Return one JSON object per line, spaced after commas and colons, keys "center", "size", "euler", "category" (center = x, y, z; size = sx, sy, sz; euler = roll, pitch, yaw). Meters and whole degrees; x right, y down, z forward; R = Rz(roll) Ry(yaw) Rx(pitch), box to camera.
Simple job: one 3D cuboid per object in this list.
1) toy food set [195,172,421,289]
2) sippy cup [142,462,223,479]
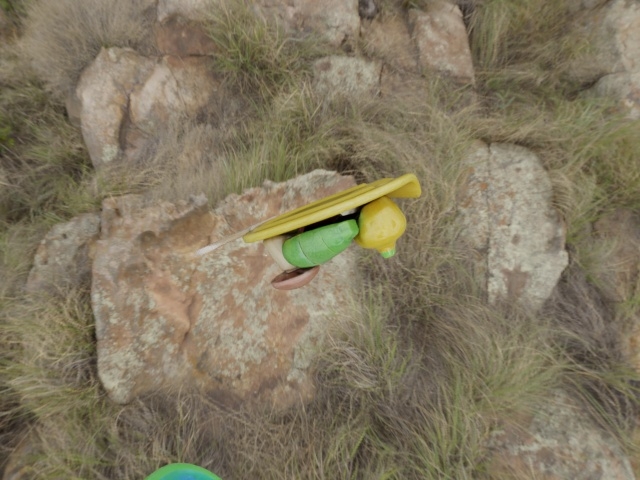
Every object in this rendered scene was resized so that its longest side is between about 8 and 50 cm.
{"center": [0.000, 0.000, 0.441], "size": [0.218, 0.128, 0.071], "euler": [-16, 99, 37], "category": "toy food set"}
{"center": [-0.185, 0.392, 0.452], "size": [0.224, 0.240, 0.305], "euler": [-38, 77, 3], "category": "sippy cup"}
